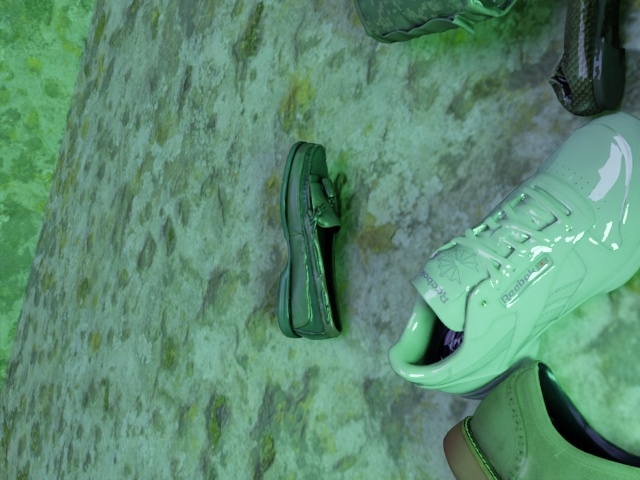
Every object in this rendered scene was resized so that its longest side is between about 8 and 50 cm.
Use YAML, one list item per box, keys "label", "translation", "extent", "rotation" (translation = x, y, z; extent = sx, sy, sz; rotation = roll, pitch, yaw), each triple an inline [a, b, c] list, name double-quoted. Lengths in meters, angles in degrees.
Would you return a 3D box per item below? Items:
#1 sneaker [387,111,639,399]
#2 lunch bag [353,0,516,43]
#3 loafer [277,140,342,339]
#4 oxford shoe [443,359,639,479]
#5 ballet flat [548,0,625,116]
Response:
- label: "sneaker"
  translation: [0.173, 0.023, 0.501]
  extent: [0.305, 0.152, 0.114]
  rotation: [-60, 41, 18]
- label: "lunch bag"
  translation: [0.134, -0.357, 0.601]
  extent: [0.235, 0.168, 0.287]
  rotation: [30, 106, 66]
- label: "loafer"
  translation: [0.000, 0.000, 0.772]
  extent: [0.084, 0.096, 0.268]
  rotation: [2, 89, 30]
- label: "oxford shoe"
  translation: [0.231, 0.231, 0.409]
  extent: [0.130, 0.123, 0.348]
  rotation: [-57, 45, 16]
- label: "ballet flat"
  translation: [0.251, -0.239, 0.535]
  extent: [0.058, 0.084, 0.250]
  rotation: [3, 89, 49]
